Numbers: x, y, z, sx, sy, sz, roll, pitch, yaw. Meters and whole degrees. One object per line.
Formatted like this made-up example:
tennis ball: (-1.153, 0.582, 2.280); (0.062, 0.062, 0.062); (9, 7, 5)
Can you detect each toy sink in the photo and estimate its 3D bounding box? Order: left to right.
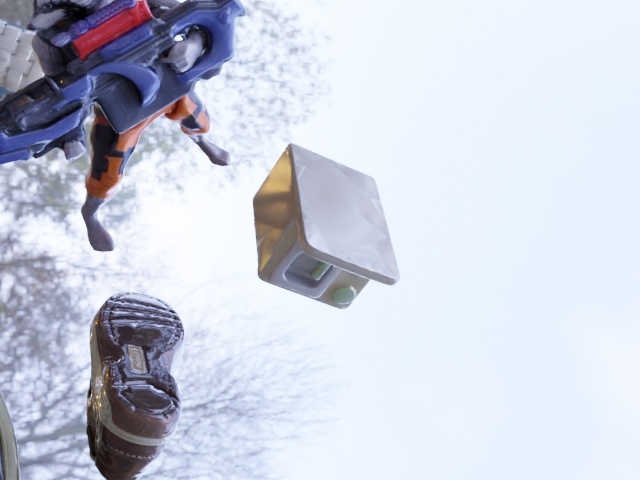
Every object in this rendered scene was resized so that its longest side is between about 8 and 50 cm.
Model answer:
toy sink: (0.000, 0.000, 1.361); (0.131, 0.153, 0.234); (-54, -151, 31)

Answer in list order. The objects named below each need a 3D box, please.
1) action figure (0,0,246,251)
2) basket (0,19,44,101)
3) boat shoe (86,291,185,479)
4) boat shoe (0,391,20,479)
action figure: (-0.246, -0.145, 0.998); (0.178, 0.341, 0.330); (47, -23, 37)
basket: (-0.583, -0.280, 1.783); (0.289, 0.255, 0.201); (134, -28, -58)
boat shoe: (-0.187, 0.137, 0.928); (0.257, 0.095, 0.095); (-106, -144, -68)
boat shoe: (-0.307, 0.222, 0.837); (0.080, 0.073, 0.223); (-14, -96, 44)
